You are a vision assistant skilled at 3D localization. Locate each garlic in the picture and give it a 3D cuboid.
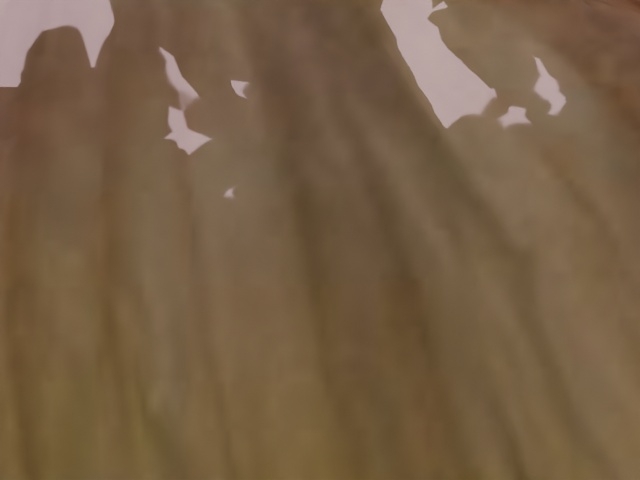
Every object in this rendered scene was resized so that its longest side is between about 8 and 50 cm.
[{"bbox_3d":[0.002,0.015,0.463,0.322,0.241,0.322,19,24,-9],"label":"garlic"}]
